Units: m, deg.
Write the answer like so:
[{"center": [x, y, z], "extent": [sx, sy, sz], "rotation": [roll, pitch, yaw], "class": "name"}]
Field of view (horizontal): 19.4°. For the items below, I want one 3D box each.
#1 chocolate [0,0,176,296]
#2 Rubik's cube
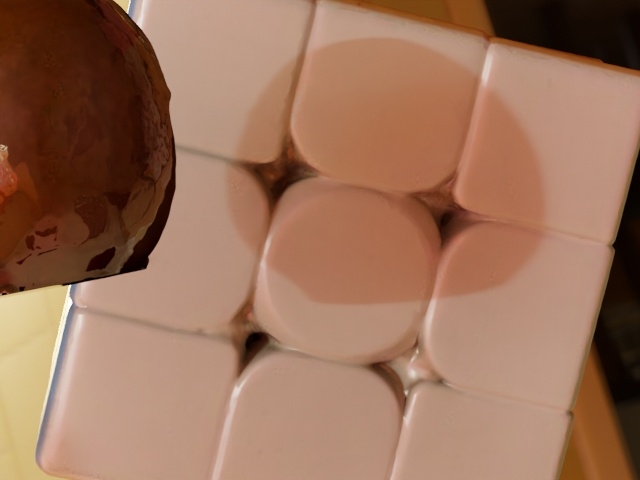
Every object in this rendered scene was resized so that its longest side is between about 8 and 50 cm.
[{"center": [-0.122, -0.044, 0.794], "extent": [0.124, 0.133, 0.127], "rotation": [-15, 177, -3], "class": "chocolate"}, {"center": [0.000, 0.000, 1.135], "extent": [0.291, 0.290, 0.292], "rotation": [12, -175, -6], "class": "Rubik's cube"}]
